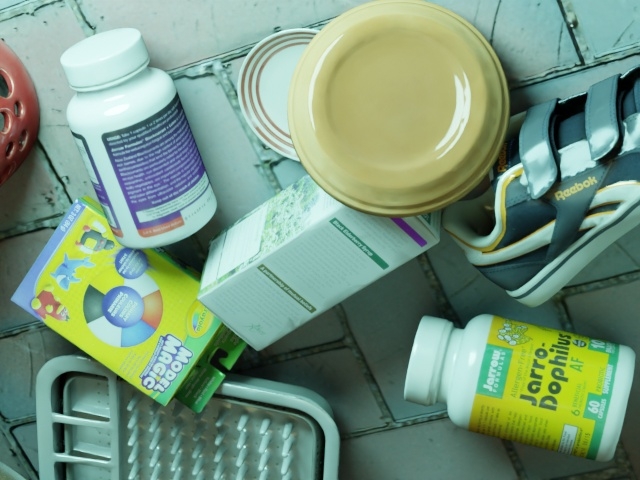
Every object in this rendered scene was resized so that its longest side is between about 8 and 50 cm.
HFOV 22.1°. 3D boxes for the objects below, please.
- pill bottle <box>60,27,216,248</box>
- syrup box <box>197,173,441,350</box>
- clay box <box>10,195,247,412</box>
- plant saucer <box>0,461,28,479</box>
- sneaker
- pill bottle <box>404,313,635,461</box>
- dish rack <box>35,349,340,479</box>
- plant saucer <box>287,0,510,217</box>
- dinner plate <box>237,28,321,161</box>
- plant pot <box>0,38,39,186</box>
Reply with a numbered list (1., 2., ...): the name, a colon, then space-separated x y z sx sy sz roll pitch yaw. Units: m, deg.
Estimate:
1. pill bottle: -0.177 -0.098 1.556 0.108 0.108 0.193 -8 119 20
2. syrup box: 0.000 0.000 1.566 0.237 0.093 0.096 -32 121 29
3. clay box: -0.184 0.069 1.651 0.222 0.053 0.127 34 97 3
4. plant saucer: -0.342 0.342 1.847 0.311 0.050 0.310 31 146 24
5. sneaker: 0.232 -0.071 1.448 0.127 0.126 0.321 33 125 -13
6. pill bottle: 0.192 0.137 1.592 0.208 0.117 0.117 13 123 8
7. dish rack: -0.139 0.244 1.779 0.333 0.072 0.285 10 122 10
8. plant saucer: 0.068 -0.121 1.446 0.200 0.037 0.200 -1 81 5
9. dinner plate: -0.009 -0.137 1.540 0.141 0.017 0.141 7 121 11
10. plant pot: -0.390 -0.104 1.576 0.191 0.174 0.191 8 121 13
